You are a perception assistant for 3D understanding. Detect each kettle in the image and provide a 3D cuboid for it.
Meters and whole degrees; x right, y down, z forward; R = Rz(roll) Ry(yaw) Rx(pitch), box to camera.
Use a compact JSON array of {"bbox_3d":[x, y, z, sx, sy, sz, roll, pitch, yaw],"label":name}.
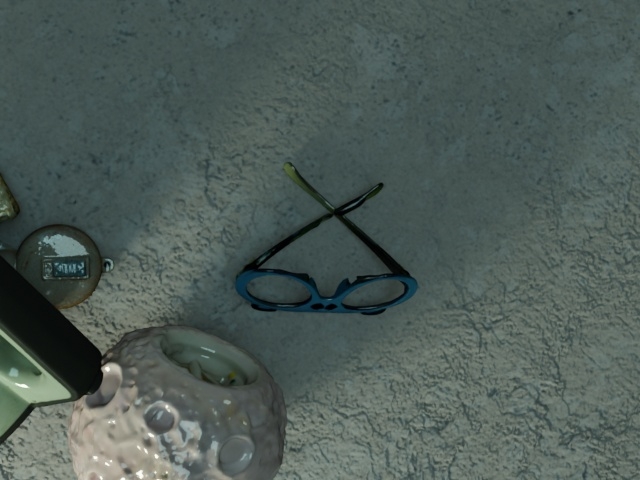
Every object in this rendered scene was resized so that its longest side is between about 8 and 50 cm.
[{"bbox_3d":[-0.437,0.051,1.023,0.376,0.361,0.250,46,47,-31],"label":"kettle"}]

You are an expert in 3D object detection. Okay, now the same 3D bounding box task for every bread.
[{"bbox_3d":[-0.416,-0.050,1.205,0.077,0.070,0.083,-28,94,-11],"label":"bread"}]

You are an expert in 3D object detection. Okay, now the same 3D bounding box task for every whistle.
[{"bbox_3d":[-0.368,0.033,1.225,0.220,0.057,0.107,0,95,-10],"label":"whistle"}]

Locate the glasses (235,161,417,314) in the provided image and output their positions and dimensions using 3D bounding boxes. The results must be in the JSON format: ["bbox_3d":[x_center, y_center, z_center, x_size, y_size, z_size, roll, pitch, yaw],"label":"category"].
[{"bbox_3d":[0.008,0.000,1.281,0.239,0.102,0.206,0,92,-12],"label":"glasses"}]

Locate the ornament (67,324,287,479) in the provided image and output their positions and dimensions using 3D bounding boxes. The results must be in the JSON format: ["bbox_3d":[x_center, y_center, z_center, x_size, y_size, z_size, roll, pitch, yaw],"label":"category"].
[{"bbox_3d":[-0.169,0.235,1.175,0.260,0.259,0.225,21,104,-12],"label":"ornament"}]
